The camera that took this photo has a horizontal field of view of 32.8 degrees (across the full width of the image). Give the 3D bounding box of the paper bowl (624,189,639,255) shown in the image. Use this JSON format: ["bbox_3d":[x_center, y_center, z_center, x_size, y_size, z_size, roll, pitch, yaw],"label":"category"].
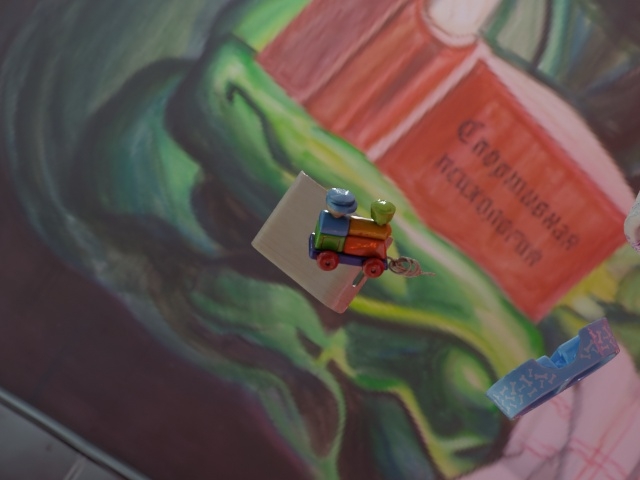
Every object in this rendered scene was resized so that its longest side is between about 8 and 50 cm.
[{"bbox_3d":[0.587,-0.022,1.530,0.284,0.148,0.284,27,-14,7],"label":"paper bowl"}]

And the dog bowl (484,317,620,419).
[{"bbox_3d":[0.473,0.262,2.184,0.074,0.297,0.166,57,-14,19],"label":"dog bowl"}]

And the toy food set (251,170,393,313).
[{"bbox_3d":[0.000,0.000,2.616,0.306,0.219,0.092,37,6,25],"label":"toy food set"}]

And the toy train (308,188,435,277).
[{"bbox_3d":[0.111,-0.012,2.025,0.248,0.143,0.105,9,35,-8],"label":"toy train"}]
